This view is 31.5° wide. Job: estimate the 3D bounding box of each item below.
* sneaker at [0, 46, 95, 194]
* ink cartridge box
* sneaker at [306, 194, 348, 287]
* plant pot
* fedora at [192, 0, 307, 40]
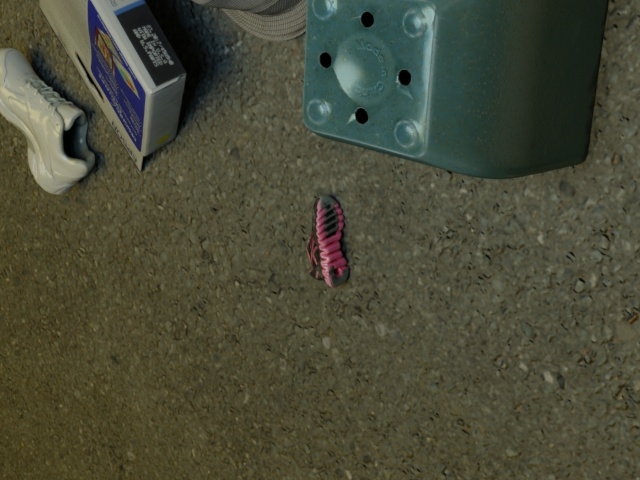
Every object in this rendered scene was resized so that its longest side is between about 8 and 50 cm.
[{"bbox_3d":[-0.399,-0.190,1.677,0.115,0.090,0.232,-23,100,35],"label":"sneaker"},{"bbox_3d":[-0.285,-0.276,1.521,0.303,0.072,0.307,58,165,6],"label":"ink cartridge box"},{"bbox_3d":[0.000,0.000,1.440,0.057,0.047,0.119,13,113,48],"label":"sneaker"},{"bbox_3d":[0.115,-0.192,1.134,0.248,0.252,0.247,18,116,33],"label":"plant pot"},{"bbox_3d":[-0.093,-0.362,1.327,0.243,0.124,0.275,48,129,16],"label":"fedora"}]
